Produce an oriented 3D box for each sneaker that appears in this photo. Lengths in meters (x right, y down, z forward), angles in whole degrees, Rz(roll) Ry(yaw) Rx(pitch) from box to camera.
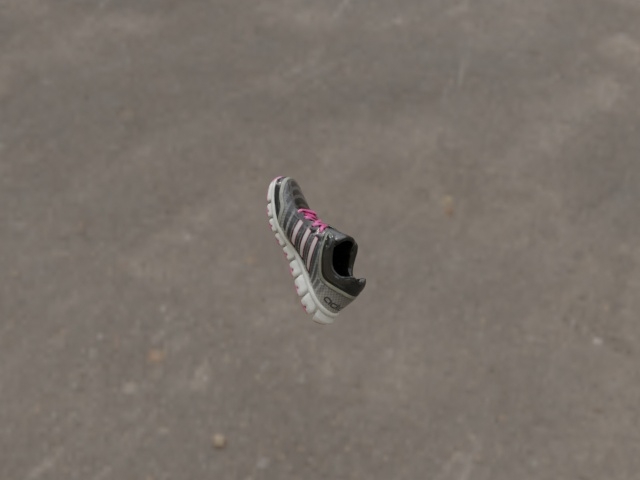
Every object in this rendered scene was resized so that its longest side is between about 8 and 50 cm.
[{"bbox_3d":[0.000,0.000,1.655,0.063,0.074,0.170,16,48,-58],"label":"sneaker"}]
